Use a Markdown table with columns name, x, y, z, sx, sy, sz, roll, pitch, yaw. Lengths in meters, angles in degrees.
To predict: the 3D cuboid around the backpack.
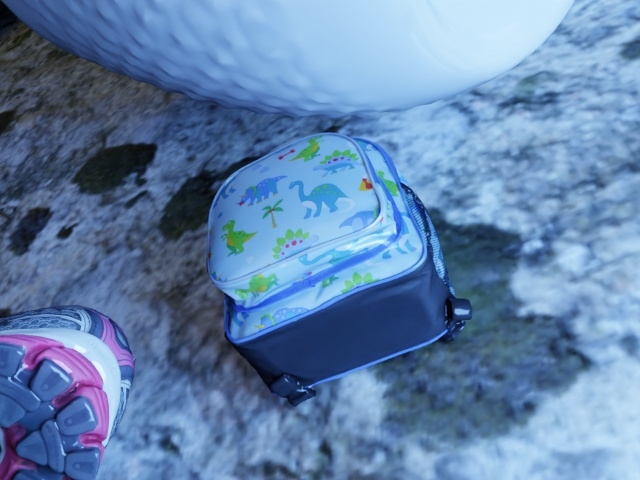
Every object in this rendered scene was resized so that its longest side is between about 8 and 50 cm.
| name | x | y | z | sx | sy | sz | roll | pitch | yaw |
| --- | --- | --- | --- | --- | --- | --- | --- | --- | --- |
| backpack | 0.000 | 0.000 | 0.389 | 0.105 | 0.084 | 0.114 | -24 | 36 | 8 |

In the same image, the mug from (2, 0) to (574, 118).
| name | x | y | z | sx | sy | sz | roll | pitch | yaw |
| --- | --- | --- | --- | --- | --- | --- | --- | --- | --- |
| mug | 0.015 | -0.222 | 0.504 | 0.374 | 0.276 | 0.328 | -21 | 33 | -37 |

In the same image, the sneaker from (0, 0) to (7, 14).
| name | x | y | z | sx | sy | sz | roll | pitch | yaw |
| --- | --- | --- | --- | --- | --- | --- | --- | --- | --- |
| sneaker | -0.571 | -0.337 | 1.090 | 0.257 | 0.169 | 0.447 | -43 | 41 | -15 |

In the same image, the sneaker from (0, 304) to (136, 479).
| name | x | y | z | sx | sy | sz | roll | pitch | yaw |
| --- | --- | --- | --- | --- | --- | --- | --- | --- | --- |
| sneaker | -0.213 | 0.134 | 0.390 | 0.299 | 0.121 | 0.112 | -29 | 9 | 7 |
